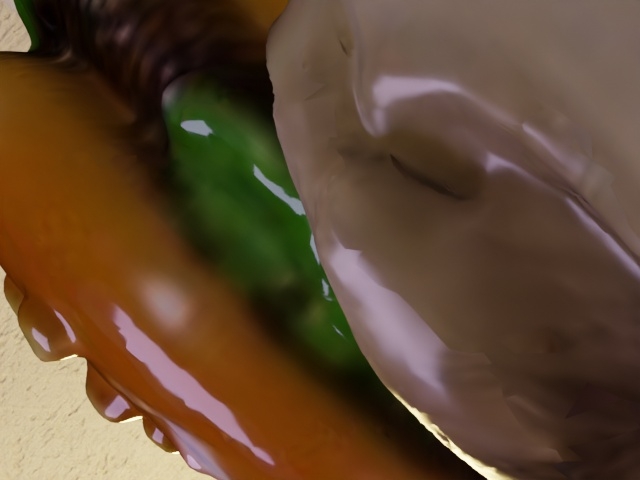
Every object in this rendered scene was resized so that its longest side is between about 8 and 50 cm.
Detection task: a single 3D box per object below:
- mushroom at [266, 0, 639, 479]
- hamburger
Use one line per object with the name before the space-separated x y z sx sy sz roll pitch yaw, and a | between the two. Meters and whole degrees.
mushroom | 0.179 0.044 0.388 0.397 0.224 0.313 48 -168 20
hamburger | 0.000 0.000 0.774 0.395 0.277 0.396 42 176 3
